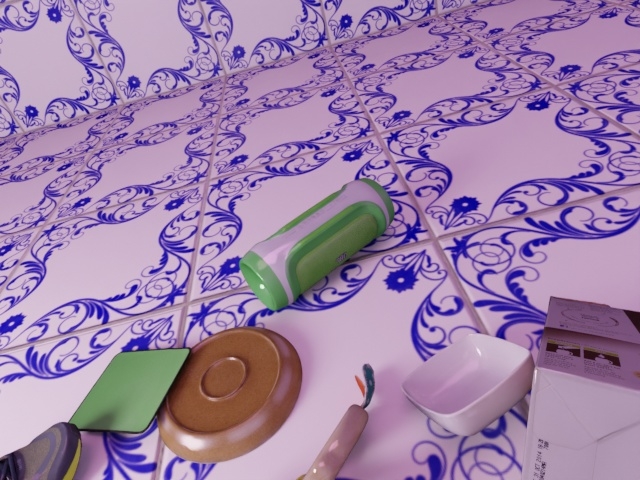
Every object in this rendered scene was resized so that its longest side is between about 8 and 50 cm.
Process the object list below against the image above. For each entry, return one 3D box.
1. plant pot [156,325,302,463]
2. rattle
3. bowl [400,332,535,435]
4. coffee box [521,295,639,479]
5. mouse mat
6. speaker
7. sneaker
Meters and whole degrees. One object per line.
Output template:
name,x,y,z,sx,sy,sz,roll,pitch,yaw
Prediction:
plant pot,-0.146,0.219,0.696,0.236,0.032,0.236,-11,37,9
rattle,0.064,0.256,0.541,0.142,0.130,0.199,18,21,23
bowl,0.185,0.182,0.562,0.142,0.053,0.142,-30,6,-13
coffee box,0.263,0.155,0.440,0.098,0.141,0.246,8,12,29
mouse mat,-0.308,0.238,0.727,0.189,0.007,0.153,-9,37,27
speaker,0.000,0.000,0.839,0.296,0.131,0.131,-36,41,-23
sneaker,-0.462,0.345,0.581,0.300,0.121,0.111,-36,41,-24
